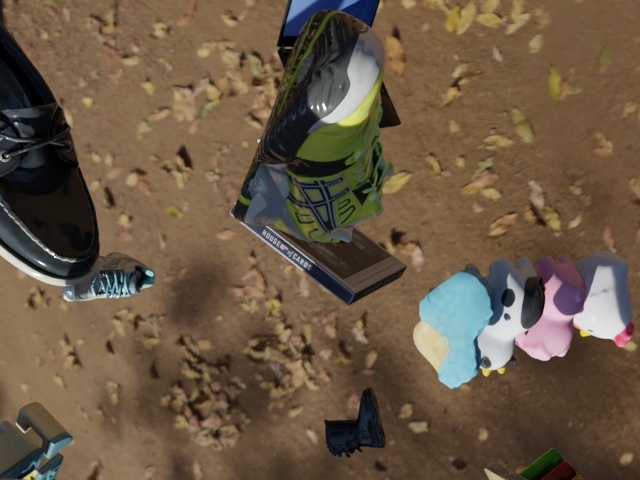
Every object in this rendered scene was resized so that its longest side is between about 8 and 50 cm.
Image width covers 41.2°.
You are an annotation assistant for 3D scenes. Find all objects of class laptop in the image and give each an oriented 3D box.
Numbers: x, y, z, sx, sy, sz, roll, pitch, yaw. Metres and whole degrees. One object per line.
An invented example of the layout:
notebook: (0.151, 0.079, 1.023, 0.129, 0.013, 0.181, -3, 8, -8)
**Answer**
laptop: (0.056, -0.334, 1.478, 0.136, 0.234, 0.264, -31, 78, 45)

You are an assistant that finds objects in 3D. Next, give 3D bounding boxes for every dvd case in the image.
dvd case: (0.000, 0.000, 1.327, 0.239, 0.179, 0.029, 38, 118, 18)

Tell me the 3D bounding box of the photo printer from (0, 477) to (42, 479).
photo printer: (-0.200, 0.261, 0.700, 0.307, 0.256, 0.107, -16, 64, 56)

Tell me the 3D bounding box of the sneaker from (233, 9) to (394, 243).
sneaker: (0.014, -0.100, 0.863, 0.147, 0.384, 0.145, 21, 73, -5)

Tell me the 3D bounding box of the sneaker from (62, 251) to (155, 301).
sneaker: (-0.482, 0.084, 1.968, 0.122, 0.283, 0.110, 15, 103, 18)

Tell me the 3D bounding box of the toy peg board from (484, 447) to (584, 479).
toy peg board: (0.281, 0.310, 0.924, 0.161, 0.079, 0.160, 60, 164, -12)

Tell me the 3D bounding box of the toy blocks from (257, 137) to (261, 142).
toy blocks: (-0.004, -0.100, 1.146, 0.148, 0.123, 0.054, 12, 63, 20)

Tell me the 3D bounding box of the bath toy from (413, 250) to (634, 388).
bath toy: (0.281, 0.099, 1.094, 0.151, 0.348, 0.129, -44, 60, 45)

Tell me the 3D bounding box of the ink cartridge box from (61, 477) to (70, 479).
ink cartridge box: (-0.409, 0.437, 1.272, 0.067, 0.198, 0.115, 31, 85, 1)

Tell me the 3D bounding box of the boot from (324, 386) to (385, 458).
boot: (0.055, 0.316, 1.476, 0.099, 0.045, 0.121, -9, 105, 12)

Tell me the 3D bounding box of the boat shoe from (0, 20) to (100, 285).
boat shoe: (-0.312, -0.118, 0.861, 0.113, 0.127, 0.340, -40, 73, 41)

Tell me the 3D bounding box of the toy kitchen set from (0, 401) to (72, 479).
toy kitchen set: (-0.400, 0.328, 1.064, 0.122, 0.207, 0.166, 42, 134, 11)
